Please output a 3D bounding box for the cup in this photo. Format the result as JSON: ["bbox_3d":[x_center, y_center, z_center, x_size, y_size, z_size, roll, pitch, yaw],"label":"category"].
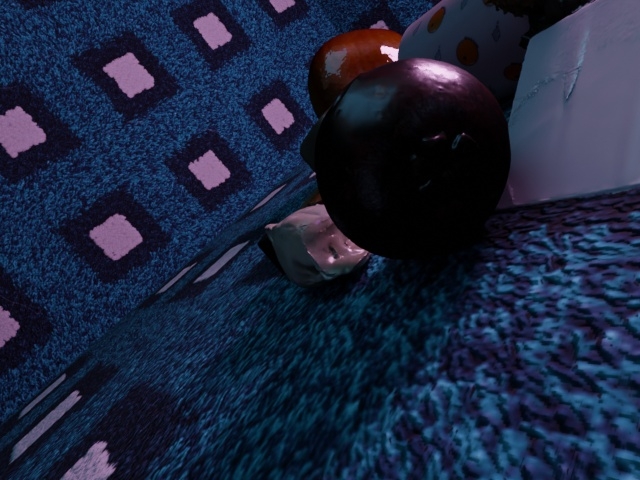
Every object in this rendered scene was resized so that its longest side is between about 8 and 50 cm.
[{"bbox_3d":[0.307,-0.351,0.709,0.212,0.212,0.317,-43,15,-18],"label":"cup"}]

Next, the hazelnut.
[{"bbox_3d":[0.144,-0.453,1.252,0.366,0.365,0.366,-36,14,10],"label":"hazelnut"}]

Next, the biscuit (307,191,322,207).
[{"bbox_3d":[0.109,-0.130,0.772,0.277,0.052,0.262,-33,12,-9],"label":"biscuit"}]

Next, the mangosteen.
[{"bbox_3d":[0.087,-0.081,0.431,0.210,0.210,0.210,-36,14,10],"label":"mangosteen"}]

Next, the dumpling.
[{"bbox_3d":[0.000,0.000,0.591,0.136,0.118,0.199,-29,37,-25],"label":"dumpling"}]

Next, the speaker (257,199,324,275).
[{"bbox_3d":[-0.008,-0.017,0.709,0.218,0.082,0.044,-29,16,38],"label":"speaker"}]

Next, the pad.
[{"bbox_3d":[0.244,-0.141,0.400,0.156,0.004,0.231,-8,60,65],"label":"pad"}]

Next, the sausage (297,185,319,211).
[{"bbox_3d":[-0.010,-0.069,0.934,0.066,0.065,0.301,-30,14,32],"label":"sausage"}]

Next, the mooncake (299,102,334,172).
[{"bbox_3d":[0.092,-0.236,0.926,0.275,0.135,0.275,-35,-8,-6],"label":"mooncake"}]

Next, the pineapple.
[{"bbox_3d":[0.275,-0.283,0.496,0.125,0.251,0.125,-34,1,1],"label":"pineapple"}]
